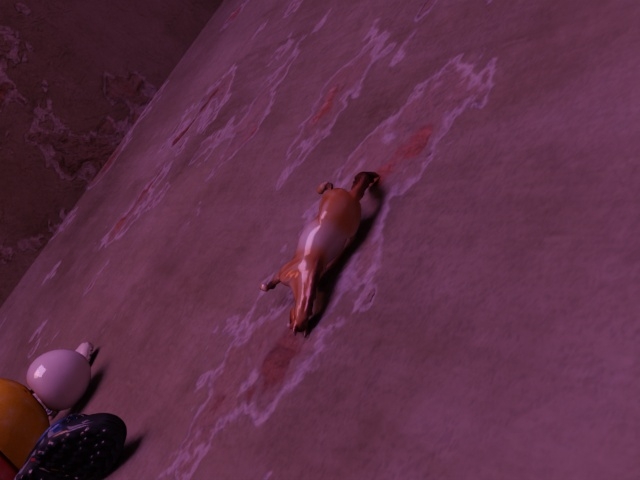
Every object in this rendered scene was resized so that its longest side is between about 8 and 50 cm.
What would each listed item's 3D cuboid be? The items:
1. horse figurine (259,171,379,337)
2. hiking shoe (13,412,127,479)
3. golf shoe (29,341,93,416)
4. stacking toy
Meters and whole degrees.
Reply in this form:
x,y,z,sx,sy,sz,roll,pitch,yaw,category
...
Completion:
x,y,z,sx,sy,sz,roll,pitch,yaw,category
0.000,0.000,1.409,0.263,0.066,0.174,-57,15,-7,horse figurine
-0.408,0.327,1.671,0.304,0.113,0.132,-34,27,40,hiking shoe
-0.540,0.273,2.096,0.176,0.086,0.069,-57,19,-17,golf shoe
-0.635,0.383,1.931,0.480,0.350,0.350,-38,16,-18,stacking toy
